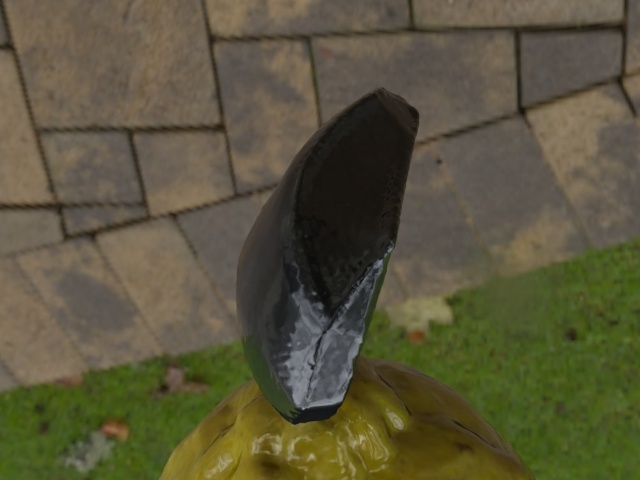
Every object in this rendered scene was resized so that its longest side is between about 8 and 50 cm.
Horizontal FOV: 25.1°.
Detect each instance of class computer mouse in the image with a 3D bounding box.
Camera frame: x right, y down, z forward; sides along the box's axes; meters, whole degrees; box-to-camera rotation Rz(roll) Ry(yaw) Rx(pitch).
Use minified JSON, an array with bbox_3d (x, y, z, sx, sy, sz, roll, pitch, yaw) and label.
[{"bbox_3d":[0.000,0.000,0.576,0.057,0.172,0.099,16,133,1],"label":"computer mouse"}]

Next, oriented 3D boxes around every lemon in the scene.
[{"bbox_3d":[0.021,0.215,0.828,0.285,0.285,0.316,3,91,4],"label":"lemon"}]
